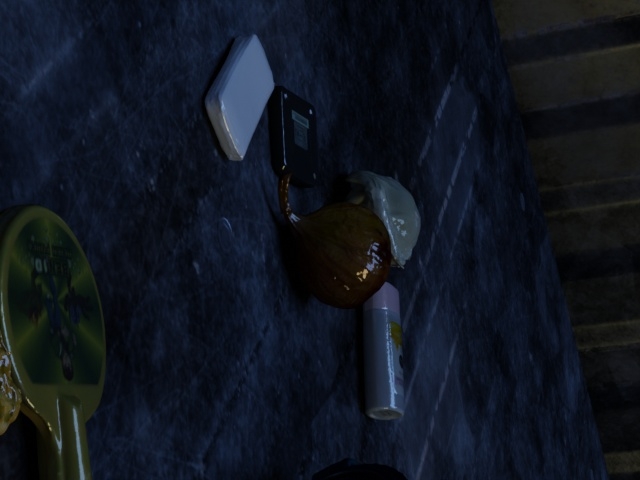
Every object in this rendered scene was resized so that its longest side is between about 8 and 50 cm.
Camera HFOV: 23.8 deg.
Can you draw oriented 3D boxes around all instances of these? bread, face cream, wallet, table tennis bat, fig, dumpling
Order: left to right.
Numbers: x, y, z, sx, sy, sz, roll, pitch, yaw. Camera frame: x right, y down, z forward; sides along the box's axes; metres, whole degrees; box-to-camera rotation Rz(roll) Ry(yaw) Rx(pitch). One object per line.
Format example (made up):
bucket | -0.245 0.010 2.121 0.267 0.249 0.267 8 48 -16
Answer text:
bread | -0.280 0.109 1.226 0.083 0.044 0.111 -46 123 -68
table tennis bat | -0.238 0.124 1.348 0.198 0.050 0.321 26 54 -69
wallet | -0.098 -0.183 1.884 0.190 0.033 0.095 -72 149 -51
fig | 0.000 0.000 1.993 0.201 0.134 0.146 32 19 -39
dumpling | 0.081 -0.041 2.228 0.136 0.118 0.199 58 1 -29
face cream | 0.093 0.163 2.243 0.084 0.057 0.198 44 42 -61

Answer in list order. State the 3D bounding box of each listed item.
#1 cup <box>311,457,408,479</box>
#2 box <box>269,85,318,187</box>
cup | 0.078 0.413 1.739 0.292 0.242 0.308 58 41 -21
box | -0.034 -0.138 2.056 0.126 0.027 0.125 24 60 -67
